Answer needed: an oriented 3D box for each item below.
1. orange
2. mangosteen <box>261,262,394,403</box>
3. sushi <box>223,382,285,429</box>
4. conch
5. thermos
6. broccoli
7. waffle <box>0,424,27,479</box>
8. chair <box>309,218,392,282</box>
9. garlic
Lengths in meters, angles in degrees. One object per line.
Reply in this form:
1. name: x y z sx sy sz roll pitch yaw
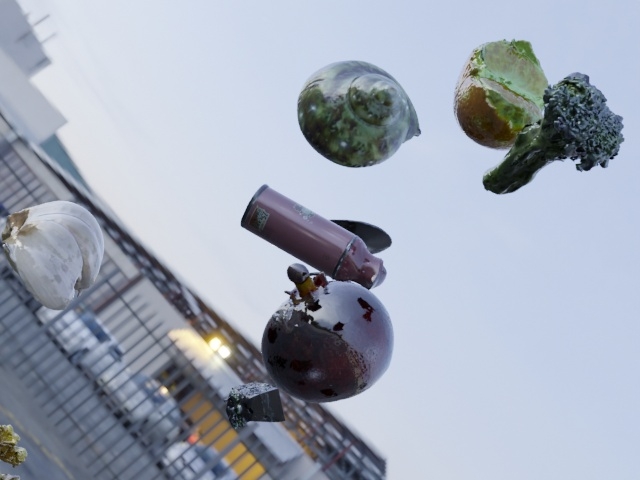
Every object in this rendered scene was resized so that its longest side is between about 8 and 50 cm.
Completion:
1. orange: 0.342 -0.264 1.706 0.179 0.237 0.158 21 -41 -13
2. mangosteen: 0.001 0.146 1.550 0.235 0.235 0.261 23 -41 61
3. sushi: -0.108 0.254 1.409 0.083 0.085 0.056 -138 -144 -73
4. conch: 0.059 -0.168 1.167 0.181 0.187 0.124 39 -50 55
5. thermos: -0.004 0.007 1.954 0.330 0.109 0.136 30 -9 8
6. broccoli: 0.379 -0.154 1.535 0.165 0.145 0.304 45 -31 -2
7. waffle: -0.663 0.399 1.674 0.228 0.232 0.051 59 16 -15
8. chair: 0.051 0.170 2.223 0.227 0.401 0.226 6 -24 3
9. garlic: -0.507 0.025 1.754 0.281 0.185 0.203 25 -36 60
